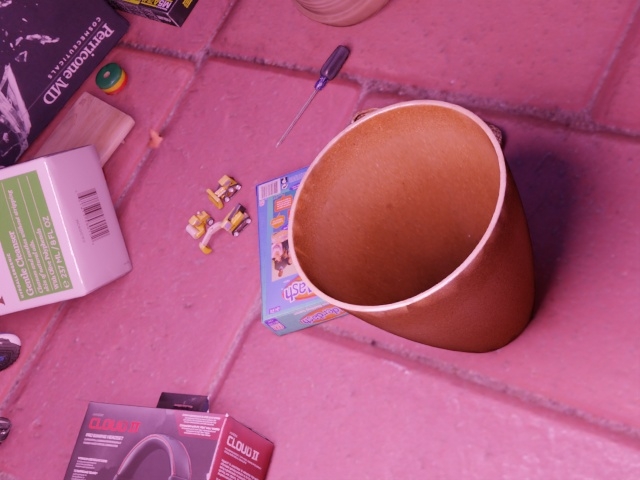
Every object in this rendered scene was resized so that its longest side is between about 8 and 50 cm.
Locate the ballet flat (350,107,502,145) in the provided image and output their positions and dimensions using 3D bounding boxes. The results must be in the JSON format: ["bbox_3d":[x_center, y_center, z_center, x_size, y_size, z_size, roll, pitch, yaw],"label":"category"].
[{"bbox_3d":[0.124,-0.134,1.477,0.206,0.067,0.073,2,63,33],"label":"ballet flat"}]

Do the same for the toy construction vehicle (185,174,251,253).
[{"bbox_3d":[-0.141,-0.037,1.606,0.098,0.035,0.086,-45,49,1],"label":"toy construction vehicle"}]

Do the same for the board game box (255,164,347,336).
[{"bbox_3d":[0.000,0.000,1.487,0.160,0.047,0.210,-18,54,21],"label":"board game box"}]

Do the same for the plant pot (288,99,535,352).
[{"bbox_3d":[0.128,0.017,1.260,0.237,0.254,0.237,-15,57,24],"label":"plant pot"}]

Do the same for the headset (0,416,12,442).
[{"bbox_3d":[-0.606,0.278,1.645,0.394,0.185,0.243,-16,74,42],"label":"headset"}]

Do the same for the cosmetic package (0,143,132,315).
[{"bbox_3d":[-0.472,0.008,1.643,0.365,0.155,0.197,-15,97,18],"label":"cosmetic package"}]

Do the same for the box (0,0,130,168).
[{"bbox_3d":[-0.646,-0.330,1.799,0.480,0.472,0.297,-51,44,-4],"label":"box"}]

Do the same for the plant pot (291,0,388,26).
[{"bbox_3d":[0.009,-0.422,1.637,0.237,0.110,0.237,-5,83,43],"label":"plant pot"}]

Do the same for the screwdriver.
[{"bbox_3d":[-0.014,-0.199,1.639,0.170,0.024,0.025,-54,20,2],"label":"screwdriver"}]

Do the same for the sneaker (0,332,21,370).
[{"bbox_3d":[-0.518,0.152,1.698,0.211,0.080,0.081,-12,59,26],"label":"sneaker"}]

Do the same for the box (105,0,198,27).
[{"bbox_3d":[-0.250,-0.445,1.916,0.191,0.045,0.184,21,78,38],"label":"box"}]

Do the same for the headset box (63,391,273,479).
[{"bbox_3d":[-0.195,0.318,1.375,0.218,0.110,0.293,1,63,33],"label":"headset box"}]

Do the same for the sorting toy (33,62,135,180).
[{"bbox_3d":[-0.354,-0.136,1.791,0.132,0.046,0.274,29,80,40],"label":"sorting toy"}]
